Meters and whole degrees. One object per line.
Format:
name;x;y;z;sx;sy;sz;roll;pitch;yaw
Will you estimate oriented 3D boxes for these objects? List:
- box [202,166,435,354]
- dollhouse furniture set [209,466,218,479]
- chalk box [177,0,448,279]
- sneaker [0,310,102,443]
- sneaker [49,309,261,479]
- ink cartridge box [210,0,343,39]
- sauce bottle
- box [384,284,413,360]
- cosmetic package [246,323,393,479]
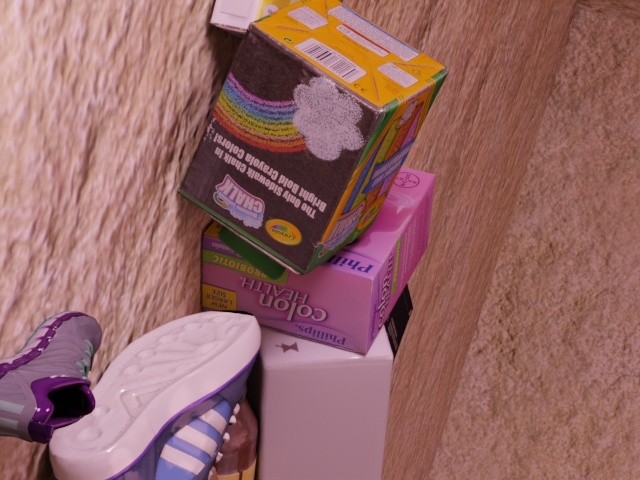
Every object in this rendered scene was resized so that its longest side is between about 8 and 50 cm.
box;0.000;0.000;1.944;0.243;0.214;0.117;-56;156;-50
dollhouse furniture set;-0.160;0.244;1.792;0.091;0.114;0.081;81;23;-51
chalk box;-0.020;-0.094;1.750;0.179;0.180;0.289;-36;157;-55
sneaker;-0.233;0.133;1.445;0.224;0.098;0.083;-43;144;-63
sneaker;-0.155;0.242;1.687;0.323;0.130;0.236;-43;130;-48
ink cartridge box;-0.019;-0.364;1.825;0.303;0.072;0.307;9;97;-74
sauce bottle;-0.130;0.264;1.918;0.111;0.111;0.344;-45;147;-62
box;0.062;0.123;2.502;0.261;0.103;0.184;71;39;-63
cosmetic package;-0.018;0.260;2.071;0.230;0.162;0.453;-105;-165;-53
